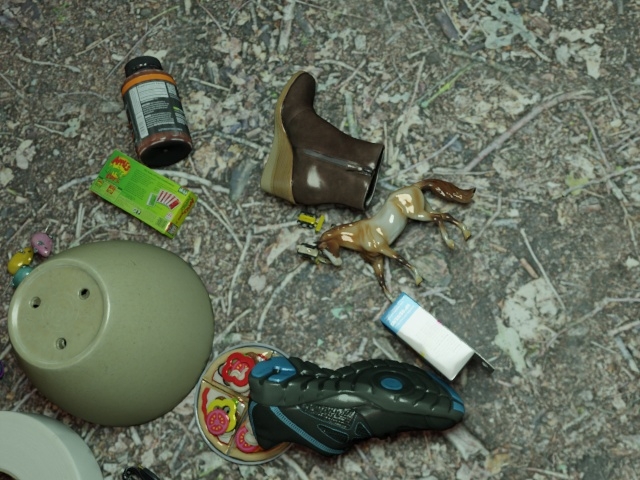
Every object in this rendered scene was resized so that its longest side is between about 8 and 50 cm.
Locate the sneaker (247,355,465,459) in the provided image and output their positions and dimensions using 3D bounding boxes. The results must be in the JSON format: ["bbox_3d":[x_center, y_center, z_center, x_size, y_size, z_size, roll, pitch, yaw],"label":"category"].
[{"bbox_3d":[0.054,0.269,1.101,0.340,0.125,0.140,5,107,2],"label":"sneaker"}]

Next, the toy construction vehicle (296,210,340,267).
[{"bbox_3d":[0.000,0.000,1.218,0.098,0.035,0.086,14,67,11],"label":"toy construction vehicle"}]

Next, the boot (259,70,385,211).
[{"bbox_3d":[0.017,-0.175,1.214,0.206,0.090,0.248,10,78,21],"label":"boot"}]

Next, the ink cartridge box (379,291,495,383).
[{"bbox_3d":[0.184,0.168,1.097,0.181,0.104,0.061,40,85,18],"label":"ink cartridge box"}]

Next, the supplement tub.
[{"bbox_3d":[-0.312,-0.246,1.301,0.106,0.106,0.198,-20,72,5],"label":"supplement tub"}]

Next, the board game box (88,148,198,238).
[{"bbox_3d":[-0.330,-0.087,1.293,0.181,0.043,0.092,29,82,16],"label":"board game box"}]

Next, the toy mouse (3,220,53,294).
[{"bbox_3d":[-0.529,0.036,1.263,0.143,0.031,0.161,14,72,51],"label":"toy mouse"}]

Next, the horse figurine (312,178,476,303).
[{"bbox_3d":[0.139,-0.018,1.176,0.263,0.066,0.174,-44,75,-3],"label":"horse figurine"}]

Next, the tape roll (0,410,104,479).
[{"bbox_3d":[-0.534,0.481,1.143,0.392,0.072,0.392,-5,72,16],"label":"tape roll"}]

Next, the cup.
[{"bbox_3d":[-0.368,0.137,1.140,0.331,0.237,0.331,-2,75,9],"label":"cup"}]

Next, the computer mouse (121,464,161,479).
[{"bbox_3d":[-0.326,0.473,1.144,0.106,0.042,0.193,31,83,16],"label":"computer mouse"}]

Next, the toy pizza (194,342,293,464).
[{"bbox_3d":[-0.119,0.272,1.164,0.201,0.032,0.201,-3,75,10],"label":"toy pizza"}]

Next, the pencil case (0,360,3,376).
[{"bbox_3d":[-0.652,0.260,1.249,0.151,0.064,0.070,-33,56,1],"label":"pencil case"}]
